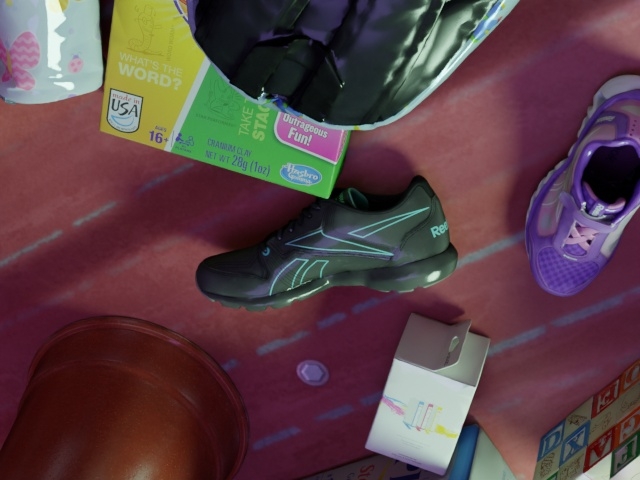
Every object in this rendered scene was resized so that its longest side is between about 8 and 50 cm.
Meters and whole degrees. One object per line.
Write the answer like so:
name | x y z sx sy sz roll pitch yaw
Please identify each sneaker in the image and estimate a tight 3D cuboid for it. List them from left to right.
sneaker | 0.000 0.000 1.452 0.267 0.101 0.106 -9 110 11
sneaker | 0.252 -0.035 1.343 0.095 0.104 0.236 21 125 1

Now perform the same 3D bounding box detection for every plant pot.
plant pot | -0.244 0.267 1.573 0.272 0.265 0.272 7 122 12

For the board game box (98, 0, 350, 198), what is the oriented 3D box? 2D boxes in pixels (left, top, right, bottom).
board game box | -0.069 -0.216 1.346 0.242 0.064 0.316 16 124 6

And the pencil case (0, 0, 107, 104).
pencil case | -0.263 -0.264 1.344 0.124 0.113 0.273 41 139 44

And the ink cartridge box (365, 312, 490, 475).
ink cartridge box | 0.113 0.151 1.504 0.090 0.092 0.143 18 123 5

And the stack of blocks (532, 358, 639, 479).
stack of blocks | 0.334 0.192 1.419 0.087 0.171 0.297 38 124 -9

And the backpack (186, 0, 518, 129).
backpack | 0.046 -0.257 1.122 0.290 0.273 0.355 25 100 -10

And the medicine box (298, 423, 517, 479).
medicine box | 0.061 0.364 1.546 0.289 0.263 0.149 -23 112 27
